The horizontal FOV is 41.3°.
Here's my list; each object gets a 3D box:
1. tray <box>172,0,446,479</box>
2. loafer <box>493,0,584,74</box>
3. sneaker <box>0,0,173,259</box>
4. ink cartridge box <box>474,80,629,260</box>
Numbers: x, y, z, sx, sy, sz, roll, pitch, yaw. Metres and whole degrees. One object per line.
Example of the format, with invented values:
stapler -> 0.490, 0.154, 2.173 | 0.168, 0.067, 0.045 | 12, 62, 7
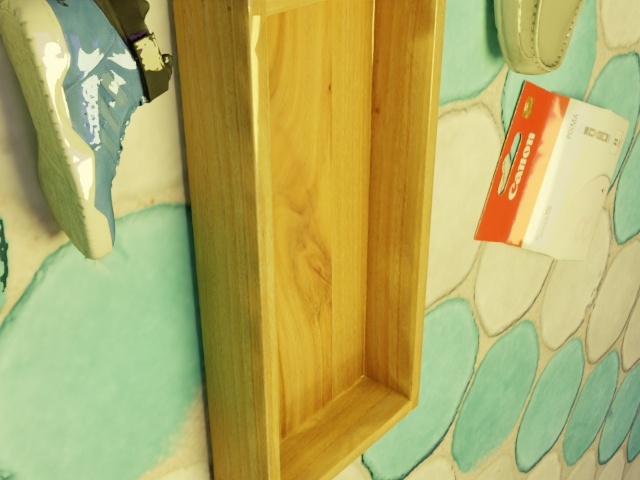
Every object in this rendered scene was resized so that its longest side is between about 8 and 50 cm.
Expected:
tray -> 0.000, 0.000, 0.649 | 0.203, 0.076, 0.411 | -29, 131, -42
loafer -> 0.236, -0.305, 0.764 | 0.112, 0.111, 0.320 | -16, 120, -48
sneaker -> -0.115, -0.067, 0.471 | 0.084, 0.058, 0.152 | -27, 122, -32
ink cartridge box -> 0.281, -0.073, 1.001 | 0.232, 0.066, 0.189 | 2, 107, -58
